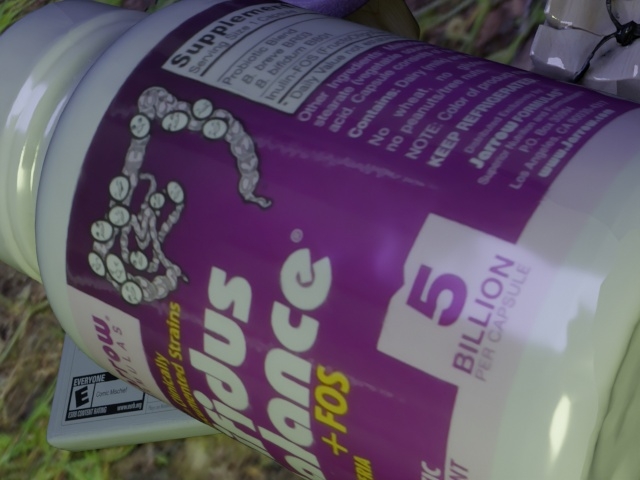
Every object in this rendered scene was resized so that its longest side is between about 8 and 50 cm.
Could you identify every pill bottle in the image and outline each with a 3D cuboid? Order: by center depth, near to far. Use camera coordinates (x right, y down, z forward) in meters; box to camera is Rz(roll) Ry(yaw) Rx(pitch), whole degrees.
[{"bbox_3d":[0.000,0.000,0.487,0.302,0.169,0.169,21,80,32],"label":"pill bottle"}]

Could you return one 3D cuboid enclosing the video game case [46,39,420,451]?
[{"bbox_3d":[-0.044,0.005,0.647,0.212,0.023,0.193,-12,60,33],"label":"video game case"}]

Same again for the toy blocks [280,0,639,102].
[{"bbox_3d":[0.080,-0.241,0.484,0.289,0.260,0.309,0,53,37],"label":"toy blocks"}]
